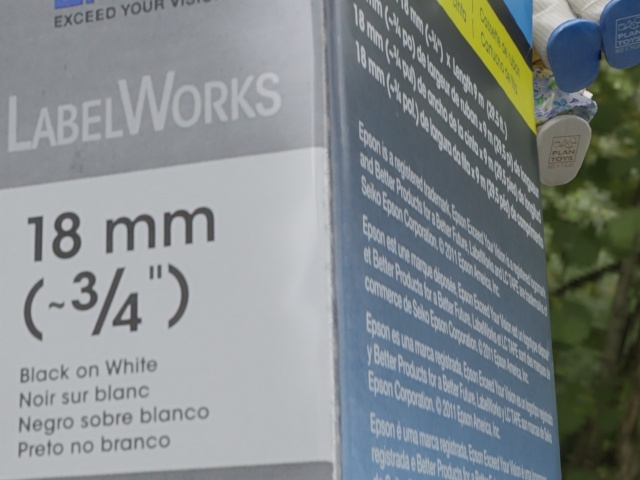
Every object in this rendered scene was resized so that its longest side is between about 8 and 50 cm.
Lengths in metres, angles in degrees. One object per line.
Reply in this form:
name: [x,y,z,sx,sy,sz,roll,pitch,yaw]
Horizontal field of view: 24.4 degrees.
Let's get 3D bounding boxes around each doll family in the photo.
doll family: [0.019,-0.073,0.685,0.263,0.118,0.163,-15,37,-10]

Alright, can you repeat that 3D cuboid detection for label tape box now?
label tape box: [0.000,0.000,0.457,0.106,0.333,0.240,-7,-15,19]

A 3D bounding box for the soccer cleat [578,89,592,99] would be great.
soccer cleat: [0.157,-0.138,1.057,0.095,0.248,0.083,29,-7,15]
